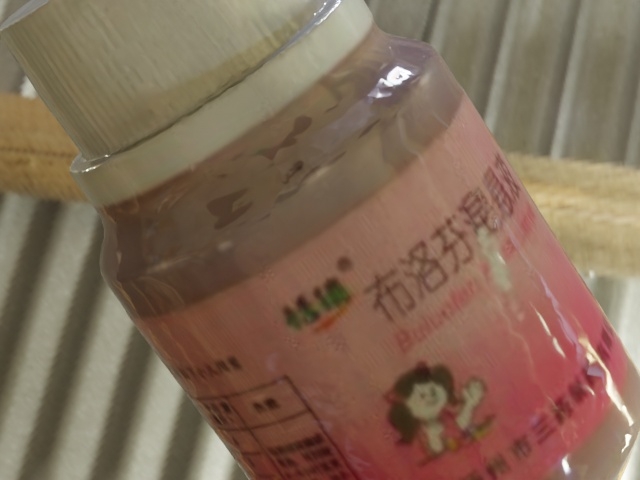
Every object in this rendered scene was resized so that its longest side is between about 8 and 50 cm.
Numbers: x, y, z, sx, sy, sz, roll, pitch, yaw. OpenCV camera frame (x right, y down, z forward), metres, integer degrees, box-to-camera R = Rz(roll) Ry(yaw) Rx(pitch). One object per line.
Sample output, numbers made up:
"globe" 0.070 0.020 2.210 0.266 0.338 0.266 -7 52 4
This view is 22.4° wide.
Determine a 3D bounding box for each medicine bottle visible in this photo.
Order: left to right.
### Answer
"medicine bottle" 0.000 0.000 0.564 0.147 0.147 0.247 -36 -74 -5
